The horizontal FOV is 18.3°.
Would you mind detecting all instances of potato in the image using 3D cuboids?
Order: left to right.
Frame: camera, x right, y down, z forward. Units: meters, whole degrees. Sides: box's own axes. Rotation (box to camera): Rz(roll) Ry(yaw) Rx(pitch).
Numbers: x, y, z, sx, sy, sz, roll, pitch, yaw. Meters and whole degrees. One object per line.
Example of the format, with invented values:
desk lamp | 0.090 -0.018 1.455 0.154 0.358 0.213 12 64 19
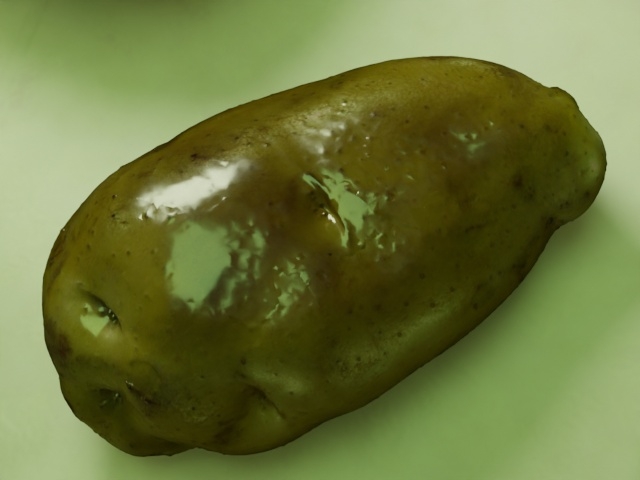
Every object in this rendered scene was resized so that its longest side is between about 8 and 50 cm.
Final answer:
potato | 0.000 0.000 1.230 0.369 0.176 0.195 -28 34 -7
